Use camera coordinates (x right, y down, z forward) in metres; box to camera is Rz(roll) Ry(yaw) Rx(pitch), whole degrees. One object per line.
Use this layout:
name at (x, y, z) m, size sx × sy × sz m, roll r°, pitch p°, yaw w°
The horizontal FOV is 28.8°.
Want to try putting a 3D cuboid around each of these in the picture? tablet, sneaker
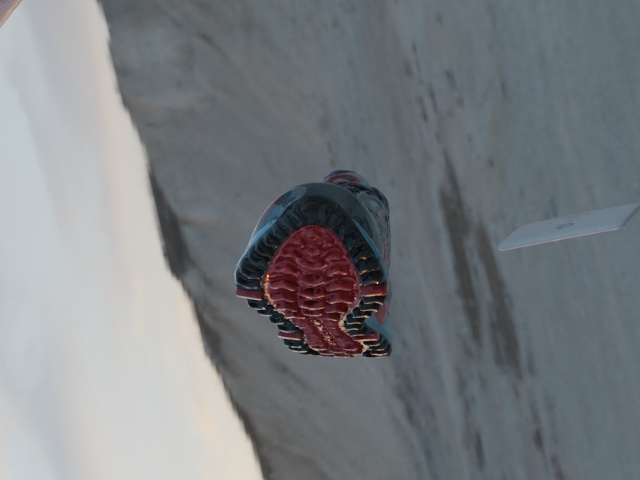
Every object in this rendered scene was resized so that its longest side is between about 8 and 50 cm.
tablet at (0.159, -0.009, 0.795) m, size 0.054 × 0.083 × 0.006 m, roll -31°, pitch -74°, yaw -58°
sneaker at (0.000, 0.000, 0.899) m, size 0.262 × 0.104 × 0.125 m, roll 78°, pitch -167°, yaw -70°

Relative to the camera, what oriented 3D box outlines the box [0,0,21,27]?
box at (-0.310, -0.252, 0.897) m, size 0.119 × 0.181 × 0.181 m, roll -34°, pitch 57°, yaw 47°
